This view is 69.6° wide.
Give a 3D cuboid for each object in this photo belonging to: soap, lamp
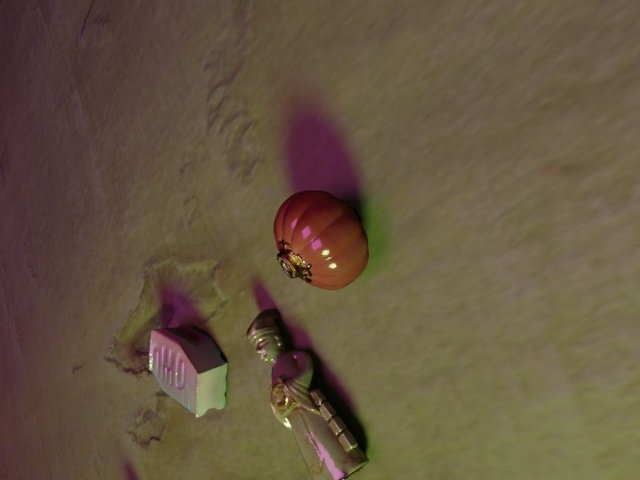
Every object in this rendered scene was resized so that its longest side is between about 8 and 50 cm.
[{"bbox_3d":[-0.205,0.188,0.702,0.149,0.056,0.100,14,101,41],"label":"soap"},{"bbox_3d":[0.000,0.000,0.465,0.107,0.092,0.107,42,155,25],"label":"lamp"}]

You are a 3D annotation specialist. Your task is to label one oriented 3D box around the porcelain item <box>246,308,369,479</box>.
[{"bbox_3d":[-0.028,0.175,0.535,0.084,0.054,0.213,-51,60,32],"label":"porcelain item"}]
